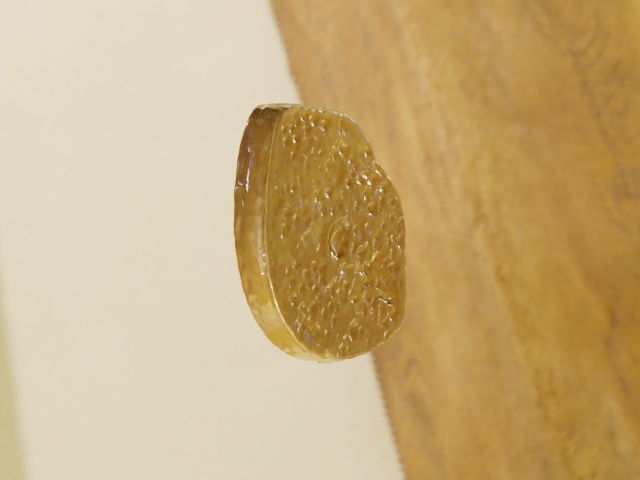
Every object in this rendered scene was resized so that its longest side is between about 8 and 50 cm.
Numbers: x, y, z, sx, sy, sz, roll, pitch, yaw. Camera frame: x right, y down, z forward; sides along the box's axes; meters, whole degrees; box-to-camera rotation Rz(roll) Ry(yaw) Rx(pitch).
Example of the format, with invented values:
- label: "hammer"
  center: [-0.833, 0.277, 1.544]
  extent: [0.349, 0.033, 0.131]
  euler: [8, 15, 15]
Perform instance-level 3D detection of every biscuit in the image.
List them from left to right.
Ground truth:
- label: "biscuit"
  center: [0.000, 0.000, 1.189]
  extent: [0.029, 0.221, 0.142]
  euler: [9, -118, 32]
